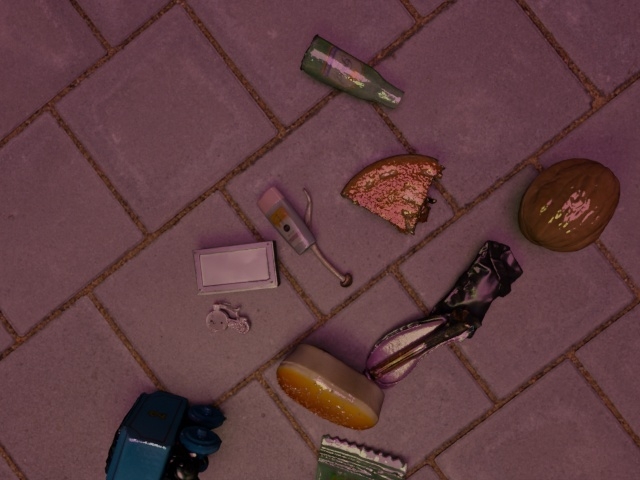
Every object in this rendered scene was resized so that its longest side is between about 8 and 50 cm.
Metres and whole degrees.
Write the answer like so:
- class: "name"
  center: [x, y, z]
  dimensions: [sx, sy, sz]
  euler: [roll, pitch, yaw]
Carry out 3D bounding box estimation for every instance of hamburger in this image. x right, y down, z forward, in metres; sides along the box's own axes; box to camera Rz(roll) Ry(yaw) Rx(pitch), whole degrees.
- class: "hamburger"
  center: [0.025, 0.395, 1.224]
  dimensions: [0.295, 0.227, 0.151]
  euler: [34, 68, 5]

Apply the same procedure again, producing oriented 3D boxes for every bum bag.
- class: "bum bag"
  center: [0.429, 0.146, 1.272]
  dimensions: [0.137, 0.074, 0.310]
  euler: [34, 105, 1]

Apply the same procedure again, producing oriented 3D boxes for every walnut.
- class: "walnut"
  center: [0.640, -0.093, 1.192]
  dimensions: [0.225, 0.225, 0.261]
  euler: [42, 96, 2]

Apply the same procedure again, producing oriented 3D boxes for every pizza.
- class: "pizza"
  center: [0.214, -0.119, 1.277]
  dimensions: [0.289, 0.081, 0.229]
  euler: [-21, 83, 3]

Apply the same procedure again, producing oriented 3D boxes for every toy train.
- class: "toy train"
  center: [-0.399, 0.531, 1.201]
  dimensions: [0.265, 0.300, 0.188]
  euler: [19, 91, -9]

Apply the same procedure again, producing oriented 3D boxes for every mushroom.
- class: "mushroom"
  center: [0.000, 0.001, 1.312]
  dimensions: [0.068, 0.043, 0.306]
  euler: [-29, 89, -10]

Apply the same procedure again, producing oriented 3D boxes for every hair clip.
- class: "hair clip"
  center: [0.263, 0.288, 1.267]
  dimensions: [0.358, 0.095, 0.110]
  euler: [-34, 115, 21]

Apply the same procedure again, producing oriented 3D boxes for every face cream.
- class: "face cream"
  center: [-0.095, -0.054, 1.292]
  dimensions: [0.198, 0.057, 0.084]
  euler: [50, 118, 7]

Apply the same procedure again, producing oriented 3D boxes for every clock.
- class: "clock"
  center: [-0.261, 0.226, 1.321]
  dimensions: [0.129, 0.041, 0.087]
  euler: [11, 94, 7]

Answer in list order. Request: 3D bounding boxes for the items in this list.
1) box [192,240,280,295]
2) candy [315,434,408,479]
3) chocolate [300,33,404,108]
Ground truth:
- class: "box"
  center: [-0.233, 0.076, 1.297]
  dimensions: [0.225, 0.086, 0.129]
  euler: [-7, 90, 2]
- class: "candy"
  center: [0.083, 0.768, 1.255]
  dimensions: [0.263, 0.172, 0.398]
  euler: [15, 78, -2]
- class: "chocolate"
  center: [0.092, -0.452, 1.276]
  dimensions: [0.291, 0.110, 0.110]
  euler: [28, 91, 0]
